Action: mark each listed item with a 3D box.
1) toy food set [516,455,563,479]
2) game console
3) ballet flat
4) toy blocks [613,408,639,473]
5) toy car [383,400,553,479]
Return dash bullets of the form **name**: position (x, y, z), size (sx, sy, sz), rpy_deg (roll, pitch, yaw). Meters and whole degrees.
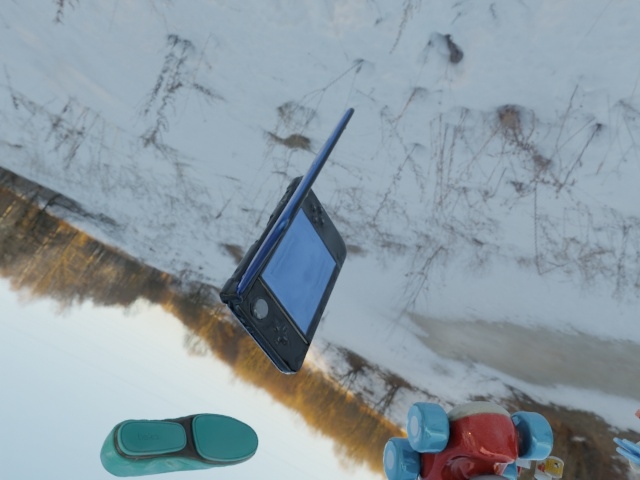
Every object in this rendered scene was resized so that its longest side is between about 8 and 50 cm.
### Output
- **toy food set**: position (0.522, 0.550, 1.270), size (0.232, 0.104, 0.111), rpy_deg (-2, 133, 38)
- **game console**: position (0.000, 0.000, 0.690), size (0.173, 0.293, 0.250), rpy_deg (-15, 122, 32)
- **ballet flat**: position (-0.212, 0.311, 0.726), size (0.247, 0.087, 0.083), rpy_deg (21, -142, -42)
- **toy blocks**: position (0.544, 0.331, 0.780), size (0.148, 0.123, 0.054), rpy_deg (30, 138, -3)
- **toy car**: position (0.238, 0.390, 0.715), size (0.219, 0.238, 0.210), rpy_deg (10, 128, -12)
